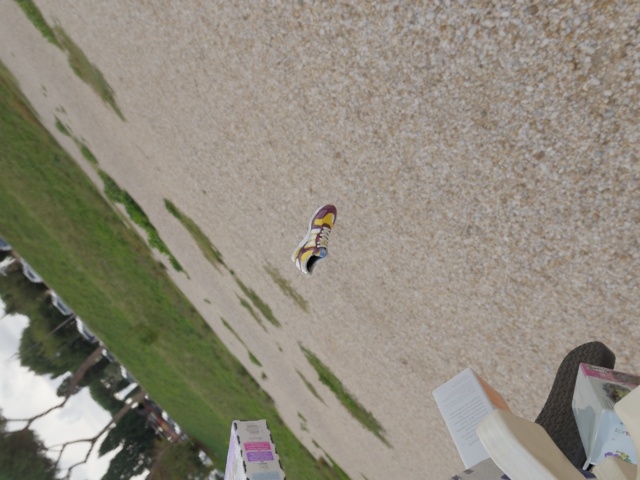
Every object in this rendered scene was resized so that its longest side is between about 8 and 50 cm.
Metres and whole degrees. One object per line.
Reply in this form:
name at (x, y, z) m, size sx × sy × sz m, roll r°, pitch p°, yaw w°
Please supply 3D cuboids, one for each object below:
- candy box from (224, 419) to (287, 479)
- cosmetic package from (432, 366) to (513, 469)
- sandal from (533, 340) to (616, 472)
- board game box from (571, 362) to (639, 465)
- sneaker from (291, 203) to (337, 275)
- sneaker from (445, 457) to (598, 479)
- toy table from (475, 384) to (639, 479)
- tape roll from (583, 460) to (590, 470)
candy box at (-0.123, 0.454, 0.842) m, size 0.196 × 0.070 × 0.164 m, roll -145°, pitch 63°, yaw -67°
cosmetic package at (0.529, 0.631, 1.372) m, size 0.230 × 0.161 × 0.453 m, roll 41°, pitch -162°, yaw -31°
sandal at (0.560, 0.409, 1.012) m, size 0.107 × 0.446 × 0.167 m, roll 44°, pitch 151°, yaw 3°
board game box at (0.575, 0.301, 0.715) m, size 0.304 × 0.097 × 0.224 m, roll 11°, pitch -171°, yaw 21°
sneaker at (0.000, 0.000, 1.160) m, size 0.070 × 0.185 × 0.084 m, roll 14°, pitch -159°, yaw -39°
sneaker at (0.230, 0.412, 0.615) m, size 0.127 × 0.316 × 0.182 m, roll 151°, pitch 111°, yaw -73°
toy table at (0.241, 0.226, 0.350) m, size 0.252 × 0.274 × 0.160 m, roll 40°, pitch -163°, yaw -32°
tape roll at (0.623, 0.508, 0.985) m, size 0.077 × 0.321 × 0.321 m, roll 49°, pitch 160°, yaw 0°
